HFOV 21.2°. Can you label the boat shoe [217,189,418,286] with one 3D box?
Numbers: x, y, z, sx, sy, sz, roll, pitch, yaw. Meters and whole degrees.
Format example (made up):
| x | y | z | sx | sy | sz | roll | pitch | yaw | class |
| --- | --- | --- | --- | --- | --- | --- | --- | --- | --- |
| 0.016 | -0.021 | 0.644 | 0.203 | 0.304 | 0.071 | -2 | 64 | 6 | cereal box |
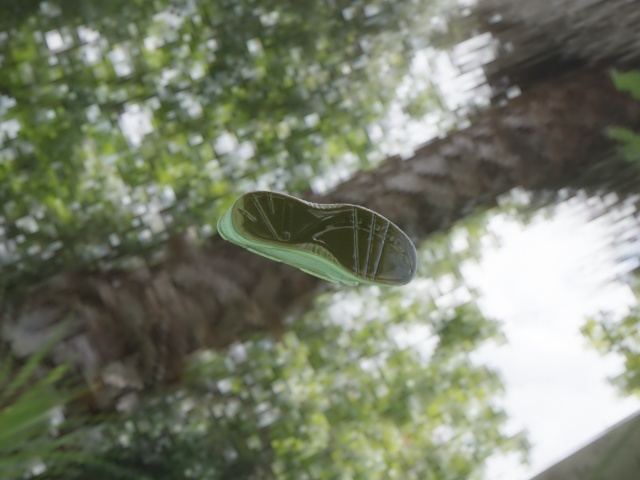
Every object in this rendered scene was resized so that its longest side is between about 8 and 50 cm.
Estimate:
| x | y | z | sx | sy | sz | roll | pitch | yaw | class |
| --- | --- | --- | --- | --- | --- | --- | --- | --- | --- |
| -0.001 | 0.002 | 1.281 | 0.048 | 0.153 | 0.056 | 151 | -51 | -64 | boat shoe |
